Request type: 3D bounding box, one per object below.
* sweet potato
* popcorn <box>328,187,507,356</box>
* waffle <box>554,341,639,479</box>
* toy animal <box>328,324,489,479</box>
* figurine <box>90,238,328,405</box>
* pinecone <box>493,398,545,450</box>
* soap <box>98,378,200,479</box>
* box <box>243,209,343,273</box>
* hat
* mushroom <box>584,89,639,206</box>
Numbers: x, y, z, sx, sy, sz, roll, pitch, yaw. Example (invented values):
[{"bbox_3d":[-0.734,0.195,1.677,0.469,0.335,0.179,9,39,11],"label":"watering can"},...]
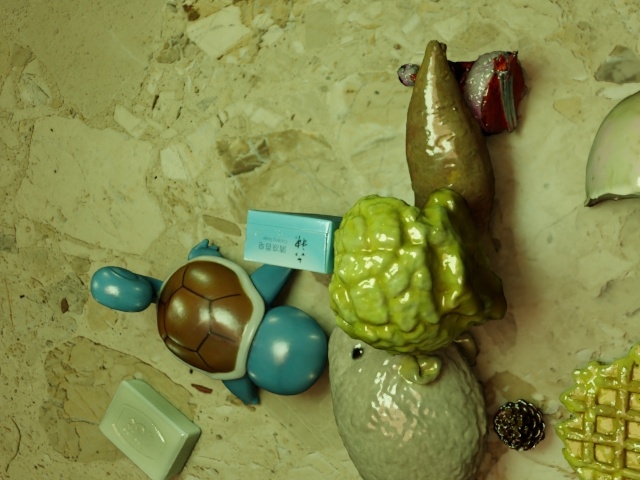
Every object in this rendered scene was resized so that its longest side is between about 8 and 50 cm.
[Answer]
[{"bbox_3d":[0.188,-0.117,1.013,0.131,0.131,0.337,5,119,26],"label":"sweet potato"},{"bbox_3d":[0.135,0.048,0.943,0.251,0.206,0.237,5,116,-3],"label":"popcorn"},{"bbox_3d":[0.476,0.272,0.962,0.262,0.060,0.281,-43,70,22],"label":"waffle"},{"bbox_3d":[0.138,0.264,1.056,0.226,0.188,0.359,-28,77,29],"label":"toy animal"},{"bbox_3d":[-0.177,0.125,1.224,0.416,0.243,0.298,21,89,5],"label":"figurine"},{"bbox_3d":[0.295,0.274,1.036,0.077,0.083,0.077,-6,72,19],"label":"pinecone"},{"bbox_3d":[-0.332,0.368,1.355,0.183,0.064,0.121,32,100,23],"label":"soap"},{"bbox_3d":[0.000,0.000,1.105,0.142,0.232,0.083,8,92,26],"label":"box"},{"bbox_3d":[0.206,-0.244,1.081,0.227,0.140,0.129,25,83,37],"label":"hat"},{"bbox_3d":[0.467,-0.136,0.918,0.236,0.162,0.173,0,90,25],"label":"mushroom"}]
